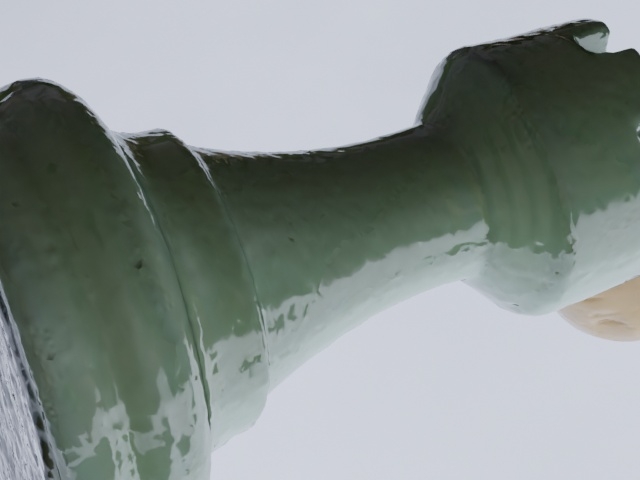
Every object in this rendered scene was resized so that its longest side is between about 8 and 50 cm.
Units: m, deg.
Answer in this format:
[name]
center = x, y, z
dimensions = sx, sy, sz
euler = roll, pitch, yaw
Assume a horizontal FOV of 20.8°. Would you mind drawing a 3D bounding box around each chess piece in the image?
[chess piece]
center = 0.000, 0.000, 0.724
dimensions = 0.299, 0.194, 0.194
euler = -18, -155, -20

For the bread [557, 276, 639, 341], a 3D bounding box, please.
[bread]
center = 0.193, 0.001, 1.112
dimensions = 0.134, 0.173, 0.085
euler = -19, -129, 19
